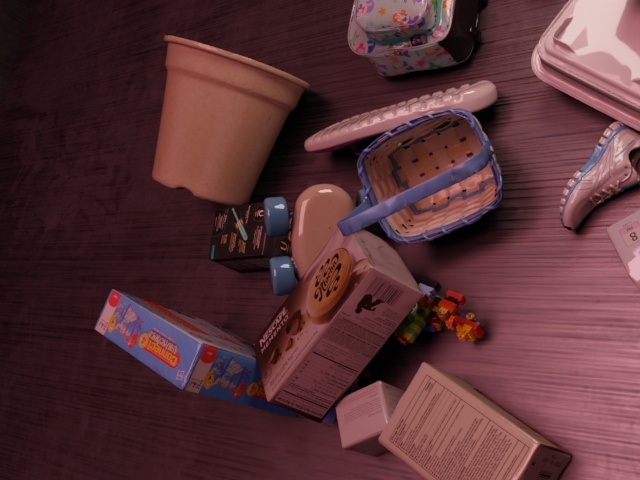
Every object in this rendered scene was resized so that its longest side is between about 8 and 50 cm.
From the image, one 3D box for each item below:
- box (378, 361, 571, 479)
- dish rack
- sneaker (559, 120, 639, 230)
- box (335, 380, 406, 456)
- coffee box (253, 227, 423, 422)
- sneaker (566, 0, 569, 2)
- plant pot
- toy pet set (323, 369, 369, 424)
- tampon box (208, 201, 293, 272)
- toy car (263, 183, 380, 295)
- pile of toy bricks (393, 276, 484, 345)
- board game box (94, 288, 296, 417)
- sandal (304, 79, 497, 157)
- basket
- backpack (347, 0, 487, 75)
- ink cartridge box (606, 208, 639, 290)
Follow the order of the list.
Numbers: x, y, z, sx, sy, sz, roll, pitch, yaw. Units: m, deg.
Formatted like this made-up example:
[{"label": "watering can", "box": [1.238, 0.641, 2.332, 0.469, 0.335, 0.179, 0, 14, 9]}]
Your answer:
[{"label": "box", "box": [0.231, 0.314, 1.175, 0.232, 0.126, 0.149, 33, 94, 44]}, {"label": "dish rack", "box": [0.522, -0.359, 1.219, 0.285, 0.072, 0.333, 39, 91, 34]}, {"label": "sneaker", "box": [0.450, -0.093, 1.213, 0.083, 0.071, 0.191, 35, 95, 38]}, {"label": "box", "box": [0.096, 0.304, 1.310, 0.101, 0.102, 0.087, -30, 52, 27]}, {"label": "coffee box", "box": [0.021, 0.138, 1.321, 0.297, 0.118, 0.168, -54, 28, 17]}, {"label": "sneaker", "box": [0.491, -0.412, 1.332, 0.070, 0.051, 0.134, -49, 46, 2]}, {"label": "plant pot", "box": [-0.225, -0.247, 1.704, 0.333, 0.333, 0.306, 23, 98, 43]}, {"label": "toy pet set", "box": [0.012, 0.273, 1.420, 0.122, 0.065, 0.114, 8, 77, 42]}, {"label": "tampon box", "box": [-0.140, -0.005, 1.645, 0.160, 0.101, 0.121, -5, 68, 38]}, {"label": "toy car", "box": [0.000, 0.000, 1.504, 0.238, 0.219, 0.211, -175, 78, -82]}, {"label": "pile of toy bricks", "box": [0.160, 0.131, 1.312, 0.212, 0.118, 0.105, 21, 66, 46]}, {"label": "board game box", "box": [-0.223, 0.216, 1.480, 0.308, 0.302, 0.086, 21, 85, 44]}, {"label": "sandal", "box": [0.143, -0.205, 1.489, 0.416, 0.169, 0.102, -11, 105, 36]}, {"label": "basket", "box": [0.173, -0.100, 1.289, 0.254, 0.289, 0.201, -24, 101, 25]}, {"label": "backpack", "box": [0.171, -0.449, 1.532, 0.253, 0.191, 0.225, -6, 69, 44]}, {"label": "ink cartridge box", "box": [0.541, 0.035, 1.089, 0.189, 0.066, 0.232, -33, 49, 25]}]
